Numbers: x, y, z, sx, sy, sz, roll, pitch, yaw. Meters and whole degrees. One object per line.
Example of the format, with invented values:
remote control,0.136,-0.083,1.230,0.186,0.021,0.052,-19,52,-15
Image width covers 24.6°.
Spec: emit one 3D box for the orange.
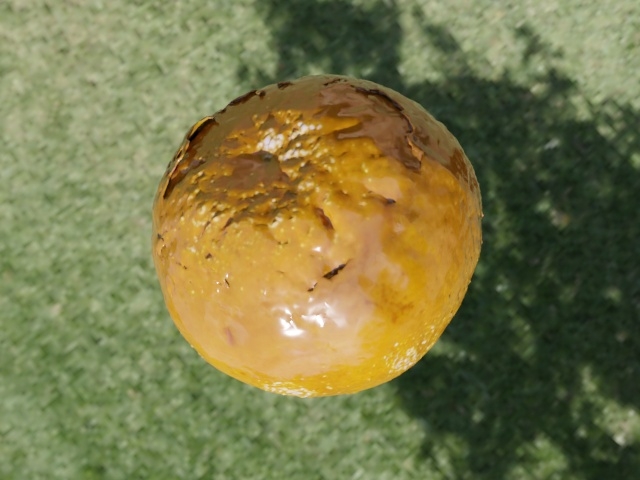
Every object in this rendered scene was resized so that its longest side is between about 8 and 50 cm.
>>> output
orange,0.000,0.000,0.850,0.193,0.193,0.161,26,161,28
